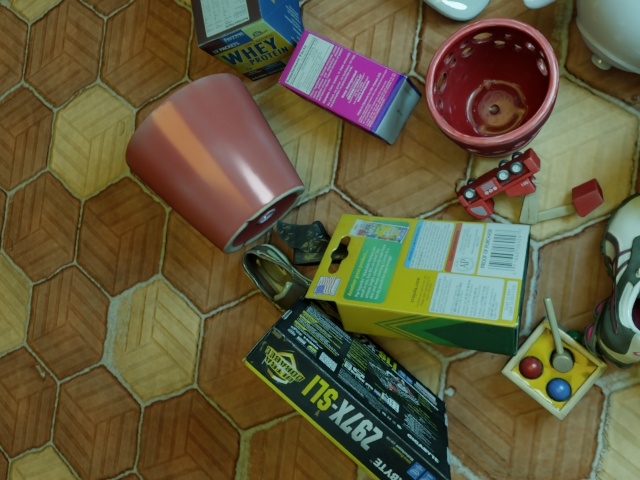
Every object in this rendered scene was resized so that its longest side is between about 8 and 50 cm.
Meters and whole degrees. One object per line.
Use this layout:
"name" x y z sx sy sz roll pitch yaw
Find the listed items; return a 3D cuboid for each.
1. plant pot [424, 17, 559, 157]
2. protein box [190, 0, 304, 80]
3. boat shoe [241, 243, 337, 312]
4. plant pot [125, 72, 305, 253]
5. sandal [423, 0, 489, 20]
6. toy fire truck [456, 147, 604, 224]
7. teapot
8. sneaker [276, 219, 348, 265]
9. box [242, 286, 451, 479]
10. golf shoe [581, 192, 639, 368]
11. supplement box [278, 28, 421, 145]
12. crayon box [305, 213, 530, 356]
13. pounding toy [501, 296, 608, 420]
"plant pot" 0.276 -0.227 0.881 0.190 0.174 0.191 -1 87 23
"protein box" -0.135 -0.445 1.051 0.135 0.199 0.201 -13 82 22
"boat shoe" -0.054 0.106 1.046 0.257 0.095 0.095 38 102 20
"plant pot" -0.176 -0.128 1.034 0.275 0.275 0.243 -42 84 16
"sandal" 0.155 -0.564 0.990 0.169 0.102 0.416 -39 90 -3
"toy fire truck" 0.337 -0.073 0.905 0.192 0.047 0.135 -32 105 35
"teapot" 0.473 -0.325 0.801 0.187 0.252 0.256 118 141 -47
"sneaker" 0.001 0.001 1.050 0.170 0.051 0.089 -5 76 15
"box" 0.056 0.226 0.866 0.322 0.257 0.079 41 101 3
"golf shoe" 0.465 0.048 0.790 0.105 0.120 0.273 18 73 4
"supplement box" 0.053 -0.278 1.012 0.220 0.111 0.114 34 101 21
"crayon box" 0.163 0.060 0.906 0.322 0.083 0.203 5 48 23
"pounding toy" 0.362 0.179 0.864 0.130 0.100 0.141 39 102 19
